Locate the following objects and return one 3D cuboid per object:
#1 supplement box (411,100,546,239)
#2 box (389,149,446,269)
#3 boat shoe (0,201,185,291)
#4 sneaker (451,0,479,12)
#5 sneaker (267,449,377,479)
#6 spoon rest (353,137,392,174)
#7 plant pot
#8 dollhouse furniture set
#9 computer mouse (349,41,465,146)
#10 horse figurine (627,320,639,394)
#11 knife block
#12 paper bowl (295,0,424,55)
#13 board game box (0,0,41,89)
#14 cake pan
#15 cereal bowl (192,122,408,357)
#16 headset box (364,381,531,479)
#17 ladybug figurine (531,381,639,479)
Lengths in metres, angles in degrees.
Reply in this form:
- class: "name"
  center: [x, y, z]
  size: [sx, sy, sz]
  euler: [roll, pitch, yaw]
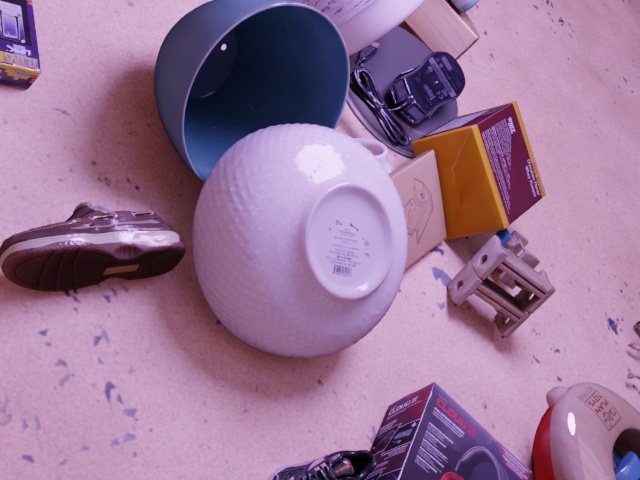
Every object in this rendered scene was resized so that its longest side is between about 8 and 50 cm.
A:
- class: "supplement box"
  center: [0.293, -0.129, 1.825]
  size: [0.194, 0.129, 0.191]
  euler: [-33, 107, -49]
- class: "box"
  center: [0.155, -0.049, 1.695]
  size: [0.201, 0.021, 0.165]
  euler: [-32, 118, -52]
- class: "boat shoe"
  center: [-0.296, 0.001, 1.260]
  size: [0.257, 0.095, 0.095]
  euler: [0, 49, -50]
- class: "sneaker"
  center: [0.262, -0.596, 2.022]
  size: [0.208, 0.127, 0.319]
  euler: [43, 22, -13]
- class: "sneaker"
  center: [0.004, 0.313, 1.329]
  size: [0.178, 0.077, 0.072]
  euler: [-18, 75, -47]
- class: "spoon rest"
  center: [0.056, -0.096, 1.610]
  size: [0.276, 0.084, 0.137]
  euler: [-60, 138, -57]
- class: "plant pot"
  center: [-0.129, -0.237, 1.464]
  size: [0.290, 0.290, 0.195]
  euler: [0, 28, -44]
- class: "dollhouse furniture set"
  center: [0.306, 0.055, 1.780]
  size: [0.129, 0.129, 0.184]
  euler: [34, 20, -21]
- class: "computer mouse"
  center: [0.146, -0.290, 1.810]
  size: [0.184, 0.060, 0.262]
  euler: [52, 52, -9]
- class: "horse figurine"
  center: [0.689, 0.275, 2.014]
  size: [0.174, 0.066, 0.263]
  euler: [35, 44, -20]
- class: "knife block"
  center: [0.179, -0.499, 1.996]
  size: [0.242, 0.088, 0.276]
  euler: [28, 31, -36]
- class: "paper bowl"
  center: [0.070, -0.428, 1.740]
  size: [0.148, 0.284, 0.284]
  euler: [54, 40, -14]
- class: "board game box"
  center: [-0.462, -0.284, 1.317]
  size: [0.170, 0.048, 0.141]
  euler: [9, 60, -40]
- class: "cake pan"
  center: [0.155, -0.295, 1.905]
  size: [0.293, 0.054, 0.293]
  euler: [24, 49, -31]
- class: "cereal bowl"
  center: [0.000, 0.000, 1.392]
  size: [0.338, 0.141, 0.339]
  euler: [1, 89, -39]
- class: "headset box"
  center: [0.171, 0.365, 1.425]
  size: [0.218, 0.110, 0.293]
  euler: [44, 42, -11]
- class: "ladybug figurine"
  center: [0.488, 0.441, 1.635]
  size: [0.305, 0.162, 0.449]
  euler: [-23, 81, -50]
